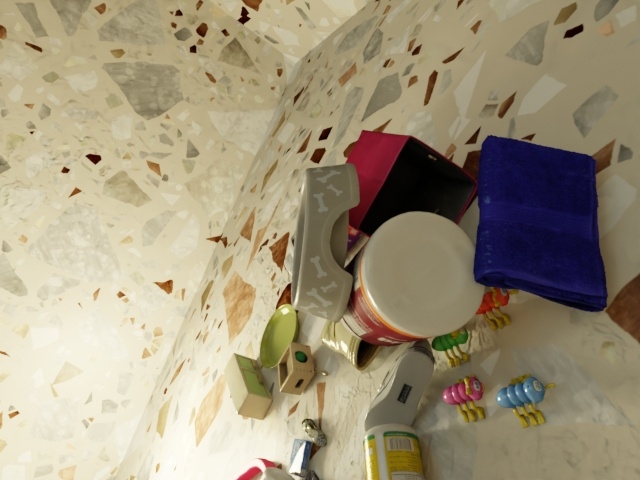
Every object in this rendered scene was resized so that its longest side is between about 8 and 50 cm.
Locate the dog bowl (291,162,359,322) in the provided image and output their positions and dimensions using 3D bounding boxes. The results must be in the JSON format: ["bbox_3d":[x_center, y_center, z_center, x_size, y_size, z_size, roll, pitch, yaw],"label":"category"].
[{"bbox_3d":[0.000,0.000,0.931,0.349,0.102,0.350,-175,90,-83],"label":"dog bowl"}]

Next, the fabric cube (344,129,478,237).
[{"bbox_3d":[0.199,-0.118,1.128,0.259,0.254,0.258,-61,25,6],"label":"fabric cube"}]

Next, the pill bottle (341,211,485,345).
[{"bbox_3d":[0.156,0.107,0.903,0.392,0.223,0.224,114,174,-71],"label":"pill bottle"}]

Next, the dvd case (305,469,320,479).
[{"bbox_3d":[-0.035,0.720,1.047,0.164,0.018,0.222,15,80,63],"label":"dvd case"}]

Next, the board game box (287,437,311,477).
[{"bbox_3d":[-0.059,0.602,1.176,0.090,0.019,0.090,-39,34,58],"label":"board game box"}]

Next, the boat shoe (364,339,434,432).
[{"bbox_3d":[0.175,0.331,0.938,0.088,0.096,0.268,-42,-30,-64],"label":"boat shoe"}]

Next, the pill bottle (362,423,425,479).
[{"bbox_3d":[0.148,0.483,0.825,0.117,0.117,0.209,-43,33,34],"label":"pill bottle"}]

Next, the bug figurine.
[{"bbox_3d":[0.313,0.220,0.819,0.216,0.072,0.279,-42,34,35],"label":"bug figurine"}]

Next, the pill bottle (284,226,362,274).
[{"bbox_3d":[0.016,-0.011,1.431,0.323,0.181,0.182,-51,29,23],"label":"pill bottle"}]

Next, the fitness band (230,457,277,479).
[{"bbox_3d":[-0.221,0.789,1.276,0.291,0.054,0.209,-47,31,27],"label":"fitness band"}]

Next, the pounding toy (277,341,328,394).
[{"bbox_3d":[-0.058,0.398,1.314,0.141,0.100,0.130,-61,24,28],"label":"pounding toy"}]

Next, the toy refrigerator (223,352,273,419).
[{"bbox_3d":[-0.266,0.521,1.543,0.094,0.102,0.269,-61,26,3],"label":"toy refrigerator"}]

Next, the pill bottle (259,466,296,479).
[{"bbox_3d":[-0.142,0.720,1.118,0.108,0.108,0.194,8,70,62],"label":"pill bottle"}]

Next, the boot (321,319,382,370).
[{"bbox_3d":[0.108,0.203,1.169,0.203,0.095,0.262,19,85,64],"label":"boot"}]

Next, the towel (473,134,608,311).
[{"bbox_3d":[0.393,-0.045,0.752,0.076,0.227,0.309,110,173,-63],"label":"towel"}]

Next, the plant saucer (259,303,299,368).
[{"bbox_3d":[-0.144,0.352,1.549,0.241,0.037,0.241,-42,33,35],"label":"plant saucer"}]

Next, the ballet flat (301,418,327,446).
[{"bbox_3d":[-0.023,0.531,1.172,0.041,0.041,0.114,-64,27,-3],"label":"ballet flat"}]
